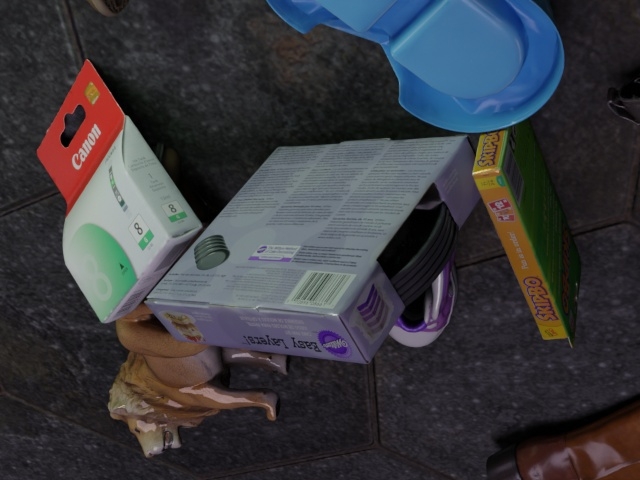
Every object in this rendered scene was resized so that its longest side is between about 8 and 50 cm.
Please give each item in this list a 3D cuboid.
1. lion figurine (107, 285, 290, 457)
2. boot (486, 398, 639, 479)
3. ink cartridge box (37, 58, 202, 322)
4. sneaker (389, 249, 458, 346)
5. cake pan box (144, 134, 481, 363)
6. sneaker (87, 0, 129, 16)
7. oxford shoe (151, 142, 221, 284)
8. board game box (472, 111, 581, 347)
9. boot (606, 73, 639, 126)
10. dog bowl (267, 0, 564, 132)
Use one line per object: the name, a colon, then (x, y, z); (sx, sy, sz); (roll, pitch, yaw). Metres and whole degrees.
lion figurine: (-0.173, 0.134, 1.353); (0.240, 0.142, 0.392); (5, 143, 8)
boot: (0.403, 0.313, 1.444); (0.280, 0.096, 0.264); (-29, 114, 30)
ink cartridge box: (-0.238, -0.049, 1.175); (0.224, 0.056, 0.181); (54, 135, 10)
sneaker: (0.094, 0.059, 1.193); (0.102, 0.161, 0.282); (7, 138, 8)
cake pan box: (0.000, 0.000, 1.047); (0.267, 0.245, 0.070); (0, 133, 42)
sneaker: (-0.233, -0.294, 1.007); (0.071, 0.066, 0.188); (10, 135, 33)
oxford shoe: (-0.148, -0.029, 1.244); (0.096, 0.082, 0.227); (2, 146, 5)
board game box: (0.213, -0.016, 1.101); (0.039, 0.124, 0.259); (-10, 131, 28)
boot: (0.416, -0.092, 0.981); (0.263, 0.091, 0.229); (-15, 130, 33)
dog bowl: (0.083, -0.218, 0.966); (0.297, 0.074, 0.166); (33, 136, -18)
